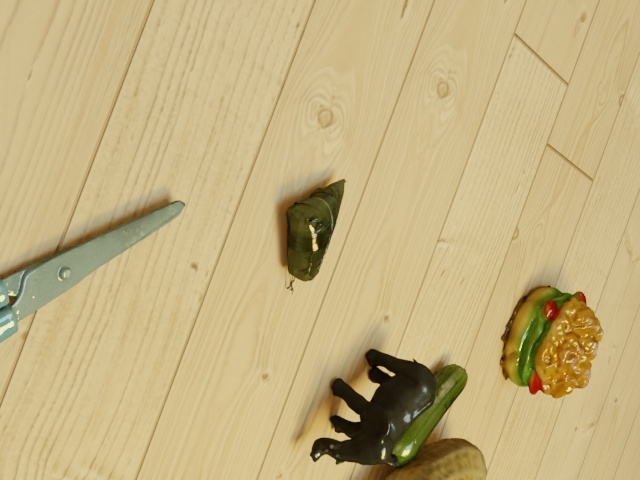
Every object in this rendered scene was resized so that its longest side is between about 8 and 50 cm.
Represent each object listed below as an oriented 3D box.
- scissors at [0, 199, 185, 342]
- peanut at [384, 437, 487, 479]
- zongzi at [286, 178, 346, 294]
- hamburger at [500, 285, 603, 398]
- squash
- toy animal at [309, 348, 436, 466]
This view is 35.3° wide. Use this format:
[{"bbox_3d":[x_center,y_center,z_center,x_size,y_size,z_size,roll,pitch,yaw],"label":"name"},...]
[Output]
[{"bbox_3d":[-0.316,0.053,1.098,0.447,0.029,0.193,-33,129,-38],"label":"scissors"},{"bbox_3d":[0.193,0.451,1.767,0.325,0.140,0.153,-31,103,-56],"label":"peanut"},{"bbox_3d":[0.000,0.000,1.446,0.130,0.062,0.154,-40,140,-49],"label":"zongzi"},{"bbox_3d":[0.483,0.207,2.034,0.237,0.149,0.237,-22,121,-42],"label":"hamburger"},{"bbox_3d":[0.185,0.308,1.784,0.229,0.066,0.066,-46,135,-29],"label":"squash"},{"bbox_3d":[0.085,0.265,1.576,0.245,0.146,0.115,-51,139,-22],"label":"toy animal"}]
